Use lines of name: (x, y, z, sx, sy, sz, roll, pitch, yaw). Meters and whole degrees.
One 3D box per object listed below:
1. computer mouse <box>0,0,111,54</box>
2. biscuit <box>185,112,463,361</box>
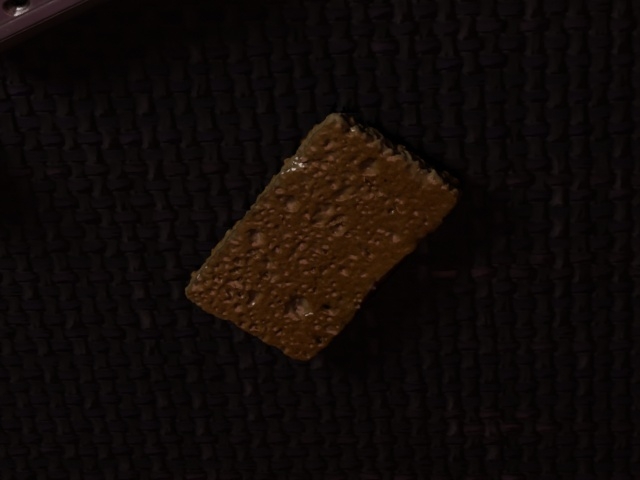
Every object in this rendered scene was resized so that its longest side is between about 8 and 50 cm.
computer mouse: (-0.206, -0.201, 1.407, 0.232, 0.057, 0.120, -22, 123, 27)
biscuit: (0.000, 0.000, 1.568, 0.131, 0.025, 0.231, 31, 127, -16)
